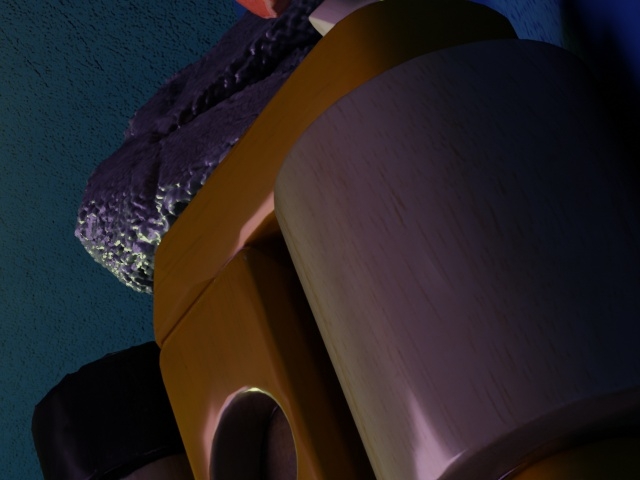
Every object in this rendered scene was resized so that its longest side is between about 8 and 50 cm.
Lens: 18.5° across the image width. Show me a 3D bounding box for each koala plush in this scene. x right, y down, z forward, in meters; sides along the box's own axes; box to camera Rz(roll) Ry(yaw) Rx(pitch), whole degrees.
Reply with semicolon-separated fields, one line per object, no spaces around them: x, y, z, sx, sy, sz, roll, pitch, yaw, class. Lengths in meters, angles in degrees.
0.000;0.000;1.109;0.221;0.203;0.196;46;-158;-23;koala plush

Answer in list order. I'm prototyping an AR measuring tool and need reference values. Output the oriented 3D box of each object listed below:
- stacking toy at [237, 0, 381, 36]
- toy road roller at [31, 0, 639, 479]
-0.007;-0.211;0.875;0.279;0.130;0.309;41;170;19;stacking toy
0.060;0.084;0.721;0.329;0.240;0.202;-51;49;42;toy road roller
